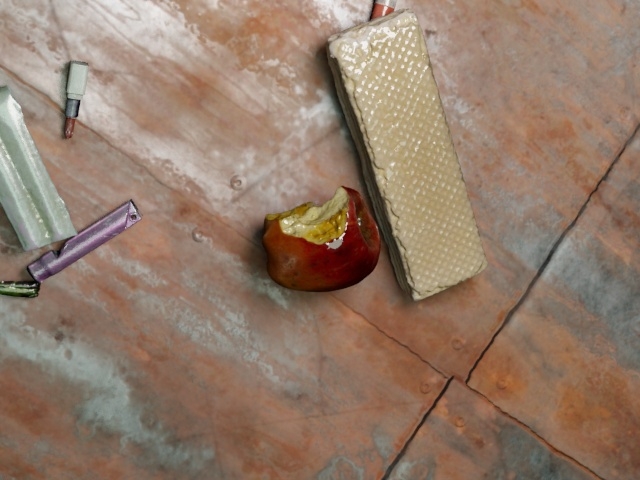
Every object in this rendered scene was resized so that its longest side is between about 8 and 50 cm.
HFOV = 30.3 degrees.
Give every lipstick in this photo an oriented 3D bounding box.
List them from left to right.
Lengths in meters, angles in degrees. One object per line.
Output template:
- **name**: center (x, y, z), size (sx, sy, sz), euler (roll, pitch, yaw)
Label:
- **lipstick**: center (-0.337, -0.190, 1.613), size (0.025, 0.025, 0.107), euler (7, 105, -19)

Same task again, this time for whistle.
- **whistle**: center (-0.330, 0.002, 1.655), size (0.176, 0.033, 0.033), euler (-33, 110, -9)

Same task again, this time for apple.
- **apple**: center (-0.001, 0.007, 1.703), size (0.158, 0.156, 0.147), euler (-20, 110, 17)

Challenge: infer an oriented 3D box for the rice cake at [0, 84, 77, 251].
- **rice cake**: center (-0.411, -0.093, 1.602), size (0.085, 0.040, 0.226), euler (-26, 109, -11)

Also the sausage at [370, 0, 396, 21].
- **sausage**: center (0.108, -0.392, 1.707), size (0.034, 0.034, 0.253), euler (12, 99, -20)

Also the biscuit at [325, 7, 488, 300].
- **biscuit**: center (0.126, -0.120, 1.734), size (0.144, 0.078, 0.426), euler (-22, 113, -11)

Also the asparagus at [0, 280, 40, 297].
- **asparagus**: center (-0.502, 0.059, 1.620), size (0.233, 0.023, 0.022), euler (6, 56, -19)
